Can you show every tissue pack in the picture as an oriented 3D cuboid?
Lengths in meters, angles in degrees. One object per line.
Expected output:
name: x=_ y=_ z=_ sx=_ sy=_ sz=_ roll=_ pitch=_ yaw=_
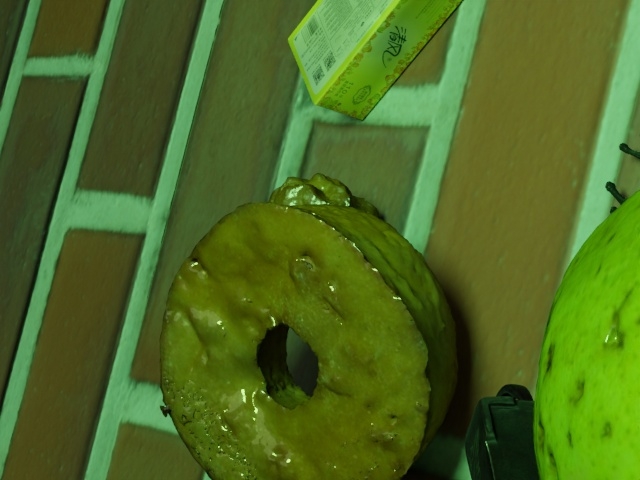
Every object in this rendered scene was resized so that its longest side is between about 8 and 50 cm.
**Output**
tissue pack: x=0.053 y=-0.206 z=1.781 sx=0.176 sy=0.062 sz=0.095 roll=-49 pitch=42 yaw=29

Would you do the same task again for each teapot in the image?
teapot: x=0.152 y=0.190 z=1.452 sx=0.096 sy=0.087 sz=0.177 roll=112 pitch=154 yaw=-50

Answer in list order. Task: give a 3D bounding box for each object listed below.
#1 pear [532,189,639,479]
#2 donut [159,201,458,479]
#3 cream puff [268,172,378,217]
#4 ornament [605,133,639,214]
pear: x=0.297 y=0.128 z=1.034 sx=0.391 sy=0.391 sz=0.391 roll=-28 pitch=54 yaw=46
donut: x=-0.005 y=0.093 z=1.607 sx=0.277 sy=0.108 sz=0.278 roll=11 pitch=110 yaw=32
cream puff: x=0.000 y=0.000 z=1.717 sx=0.094 sy=0.122 sz=0.116 roll=36 pitch=149 yaw=58
ornament: x=0.260 y=-0.042 z=1.445 sx=0.125 sy=0.028 sz=0.073 roll=20 pitch=91 yaw=58
